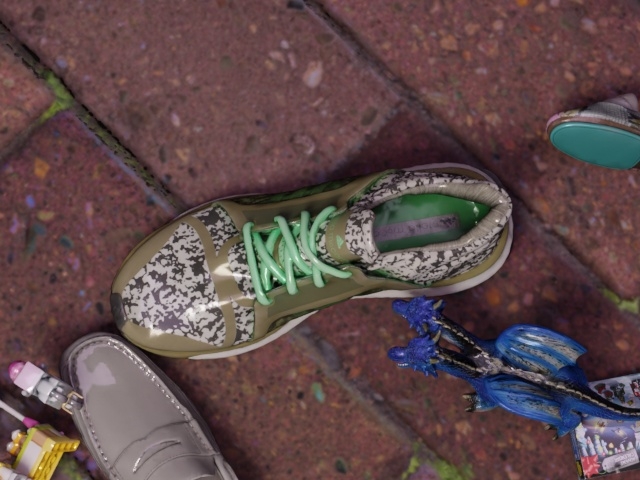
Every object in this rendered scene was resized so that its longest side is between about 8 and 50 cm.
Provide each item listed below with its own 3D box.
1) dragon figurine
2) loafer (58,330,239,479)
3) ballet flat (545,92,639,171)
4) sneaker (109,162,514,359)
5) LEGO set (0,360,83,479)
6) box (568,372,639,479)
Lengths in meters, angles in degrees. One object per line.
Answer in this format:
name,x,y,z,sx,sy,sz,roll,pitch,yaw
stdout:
dragon figurine,0.200,0.129,1.621,0.289,0.144,0.085,16,79,14
loafer,-0.134,0.218,1.599,0.112,0.111,0.319,-37,86,-12
ballet flat,0.333,-0.105,1.741,0.222,0.077,0.079,16,60,-8
sneaker,0.000,0.000,1.619,0.410,0.182,0.158,-16,82,-9
LEGO set,-0.331,0.233,1.561,0.107,0.132,0.287,30,75,21
box,0.313,0.179,1.702,0.137,0.027,0.093,-10,82,-8
